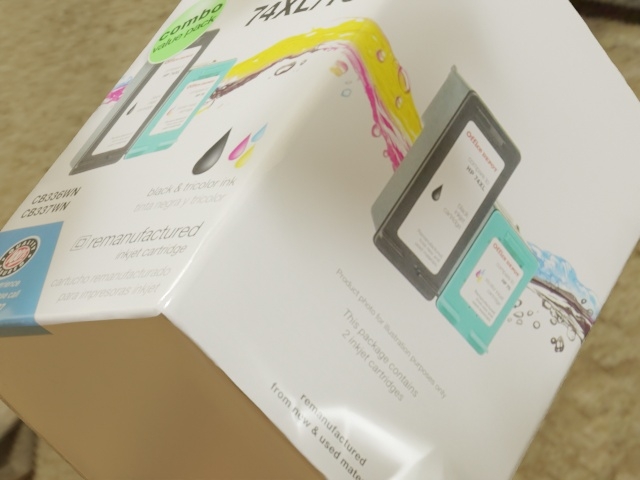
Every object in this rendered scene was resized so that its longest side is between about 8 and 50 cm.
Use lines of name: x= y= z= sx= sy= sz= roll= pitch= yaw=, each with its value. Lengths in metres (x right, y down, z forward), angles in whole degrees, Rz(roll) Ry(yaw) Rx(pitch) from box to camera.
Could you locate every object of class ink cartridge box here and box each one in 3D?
ink cartridge box: x=0.000 y=0.000 z=0.817 sx=0.198 sy=0.270 sz=0.197 roll=-7 pitch=132 yaw=49
